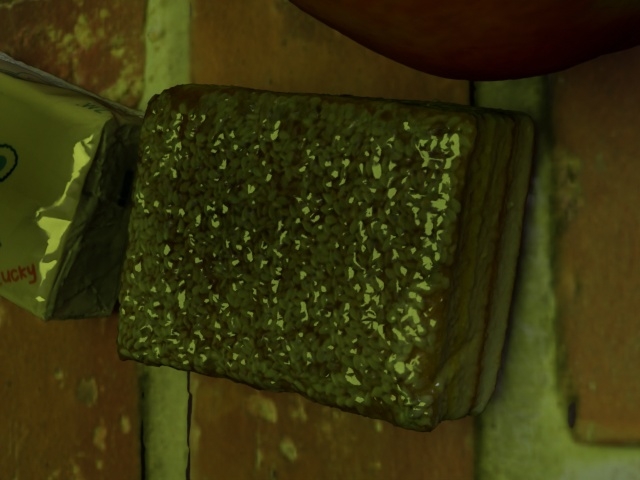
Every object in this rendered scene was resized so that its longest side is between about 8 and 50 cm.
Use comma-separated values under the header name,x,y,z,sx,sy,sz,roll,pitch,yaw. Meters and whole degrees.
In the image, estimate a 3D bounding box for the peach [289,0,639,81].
name,x,y,z,sx,sy,sz,roll,pitch,yaw
peach,0.071,-0.251,0.645,0.370,0.370,0.369,-2,85,29

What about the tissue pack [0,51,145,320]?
name,x,y,z,sx,sy,sz,roll,pitch,yaw
tissue pack,-0.218,-0.047,0.920,0.196,0.092,0.148,24,99,29

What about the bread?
name,x,y,z,sx,sy,sz,roll,pitch,yaw
bread,0.000,0.000,0.789,0.234,0.111,0.184,10,94,31
